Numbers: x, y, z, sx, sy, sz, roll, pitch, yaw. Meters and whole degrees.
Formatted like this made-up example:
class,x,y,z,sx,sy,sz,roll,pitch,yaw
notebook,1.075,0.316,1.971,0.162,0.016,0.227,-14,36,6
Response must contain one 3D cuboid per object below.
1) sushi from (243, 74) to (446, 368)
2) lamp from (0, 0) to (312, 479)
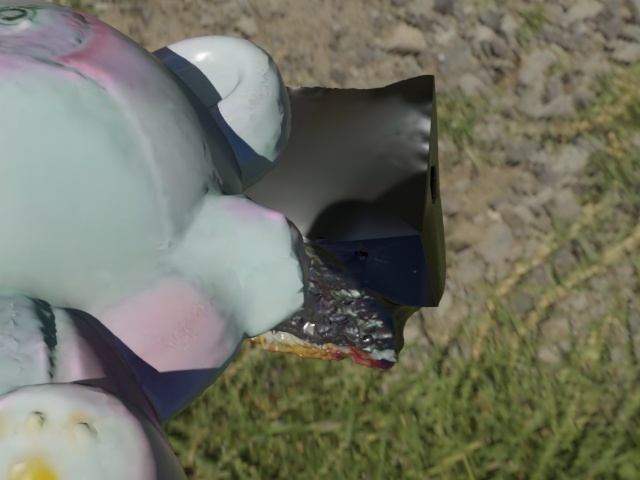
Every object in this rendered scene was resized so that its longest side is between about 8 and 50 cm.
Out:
class,x,y,z,sx,sy,sz,roll,pitch,yaw
sushi,-0.001,0.000,1.425,0.227,0.215,0.212,-5,130,13
lamp,-0.119,0.055,0.586,0.247,0.301,0.247,-12,135,5
